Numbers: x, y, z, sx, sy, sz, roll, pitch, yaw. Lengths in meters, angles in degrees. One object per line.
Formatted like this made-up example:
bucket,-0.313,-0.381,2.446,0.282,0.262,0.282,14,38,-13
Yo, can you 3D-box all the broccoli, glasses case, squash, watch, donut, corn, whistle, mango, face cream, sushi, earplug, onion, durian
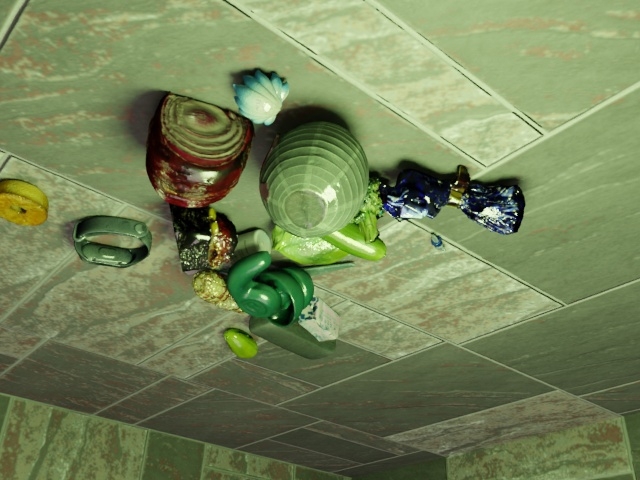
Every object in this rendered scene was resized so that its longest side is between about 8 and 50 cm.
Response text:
broccoli,0.105,-0.069,1.576,0.154,0.160,0.167,-9,165,-28
glasses case,-0.089,0.317,2.288,0.131,0.074,0.323,-25,139,35
squash,0.030,-0.035,1.652,0.292,0.082,0.082,32,141,-10
watch,-0.562,0.003,1.831,0.206,0.068,0.193,13,143,-23
donut,-0.746,-0.095,1.691,0.151,0.058,0.152,2,149,1
corn,-0.261,0.142,1.889,0.098,0.098,0.290,-10,163,19
whistle,0.311,0.006,1.801,0.033,0.029,0.083,22,166,34
mango,-0.282,0.362,2.375,0.091,0.074,0.165,-14,144,27
face cream,-0.263,0.039,1.848,0.268,0.082,0.082,-15,144,27
sushi,-0.289,-0.008,1.723,0.150,0.153,0.172,-11,128,-12
earplug,-0.128,0.119,1.842,0.163,0.258,0.280,11,-158,39
onion,-0.266,-0.160,1.422,0.216,0.207,0.206,17,143,-12
durian,0.000,0.000,1.746,0.250,0.101,0.139,1,147,-6

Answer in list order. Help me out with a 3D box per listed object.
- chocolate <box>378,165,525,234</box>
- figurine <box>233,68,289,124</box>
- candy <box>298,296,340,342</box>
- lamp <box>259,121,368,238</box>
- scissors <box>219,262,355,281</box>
chocolate,0.291,-0.100,1.552,0.343,0.149,0.126,9,-168,-13
figurine,-0.124,-0.283,1.334,0.114,0.079,0.114,2,130,2
candy,-0.004,0.253,2.165,0.073,0.092,0.160,-13,143,26
lamp,-0.013,-0.127,1.435,0.233,0.233,0.265,6,127,-6
scissors,-0.110,0.104,1.989,0.446,0.029,0.193,-10,147,20
